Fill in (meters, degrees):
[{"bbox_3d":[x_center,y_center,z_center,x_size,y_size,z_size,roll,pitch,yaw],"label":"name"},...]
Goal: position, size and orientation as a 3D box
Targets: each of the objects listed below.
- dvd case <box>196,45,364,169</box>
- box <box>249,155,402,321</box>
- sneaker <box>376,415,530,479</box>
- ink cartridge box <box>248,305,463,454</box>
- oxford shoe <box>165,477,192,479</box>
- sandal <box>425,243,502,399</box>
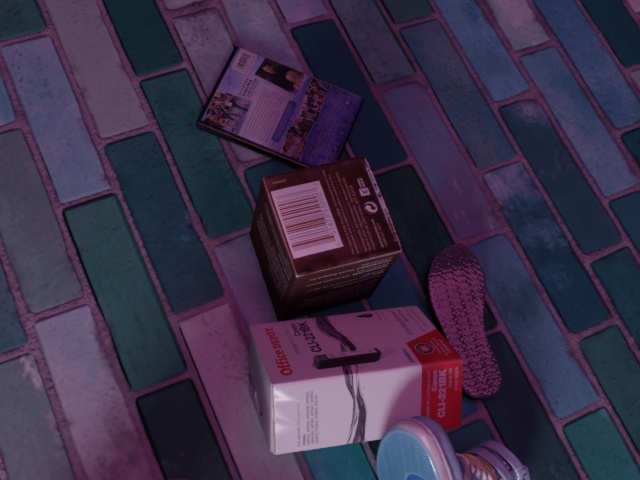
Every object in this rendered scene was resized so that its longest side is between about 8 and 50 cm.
[{"bbox_3d":[-0.068,-0.225,1.507,0.253,0.022,0.180,22,65,0],"label":"dvd case"},{"bbox_3d":[0.000,0.000,1.320,0.167,0.203,0.168,-14,70,-16],"label":"box"},{"bbox_3d":[0.196,0.319,1.196,0.127,0.319,0.208,22,48,41],"label":"sneaker"},{"bbox_3d":[0.042,0.194,1.238,0.272,0.197,0.114,-6,110,-13],"label":"ink cartridge box"},{"bbox_3d":[-0.257,0.473,1.042,0.169,0.130,0.449,40,88,-20],"label":"oxford shoe"},{"bbox_3d":[0.226,0.133,1.394,0.097,0.054,0.255,-7,77,-5],"label":"sandal"}]
